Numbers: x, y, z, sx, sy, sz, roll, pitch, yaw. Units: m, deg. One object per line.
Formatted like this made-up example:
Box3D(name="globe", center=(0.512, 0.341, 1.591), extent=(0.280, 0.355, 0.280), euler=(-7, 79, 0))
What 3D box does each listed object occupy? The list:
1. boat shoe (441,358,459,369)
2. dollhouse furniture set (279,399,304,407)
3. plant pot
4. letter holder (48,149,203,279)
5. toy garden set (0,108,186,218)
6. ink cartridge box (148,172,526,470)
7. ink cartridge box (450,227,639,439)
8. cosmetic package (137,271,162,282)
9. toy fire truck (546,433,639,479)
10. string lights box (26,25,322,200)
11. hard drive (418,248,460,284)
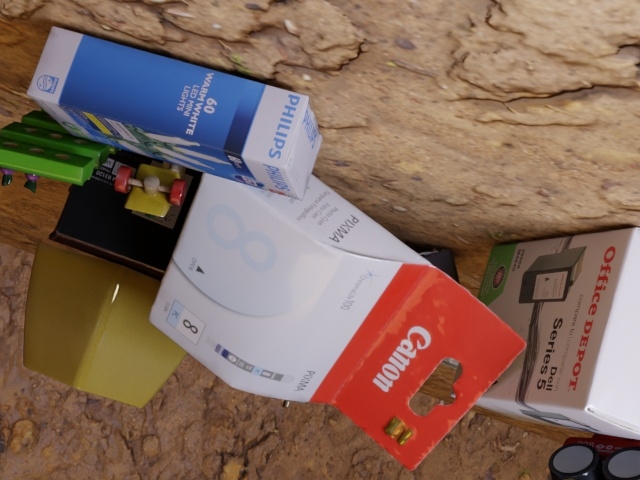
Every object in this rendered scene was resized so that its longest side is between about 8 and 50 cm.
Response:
Box3D(name="boat shoe", center=(0.262, 0.175, 1.700), extent=(0.302, 0.113, 0.103), euler=(26, 172, 14))
Box3D(name="dollhouse furniture set", center=(-0.017, 0.245, 2.082), extent=(0.161, 0.242, 0.212), euler=(18, 169, -3))
Box3D(name="plant pot", center=(-0.329, 0.139, 1.504), extent=(0.212, 0.187, 0.212), euler=(12, 168, 39))
Box3D(name="letter holder", center=(-0.212, -0.020, 1.393), extent=(0.302, 0.152, 0.214), euler=(21, 170, -16))
Box3D(name="toy garden set", center=(-0.235, -0.087, 1.073), extent=(0.204, 0.049, 0.244), euler=(13, -162, -1))
Box3D(name="ink cartridge box", center=(-0.002, 0.102, 1.135), extent=(0.385, 0.091, 0.308), euler=(38, 136, 9))
Box3D(name="ink cartridge box", center=(0.280, 0.103, 1.090), extent=(0.115, 0.198, 0.273), euler=(22, 167, -18))
Box3D(name="cosmetic package", center=(-0.224, 0.024, 1.630), extent=(0.224, 0.138, 0.225), euler=(21, 167, -13))
Box3D(name="toy fire truck", center=(0.398, 0.245, 1.087), extent=(0.217, 0.246, 0.158), euler=(-5, 118, 39))
Box3D(name="string lights box", center=(-0.136, -0.123, 0.965), extent=(0.260, 0.076, 0.133), euler=(17, 171, 10))
Box3D(name="hard drive", center=(0.049, 0.085, 1.443), extent=(0.237, 0.064, 0.339), euler=(-12, 172, -8))
